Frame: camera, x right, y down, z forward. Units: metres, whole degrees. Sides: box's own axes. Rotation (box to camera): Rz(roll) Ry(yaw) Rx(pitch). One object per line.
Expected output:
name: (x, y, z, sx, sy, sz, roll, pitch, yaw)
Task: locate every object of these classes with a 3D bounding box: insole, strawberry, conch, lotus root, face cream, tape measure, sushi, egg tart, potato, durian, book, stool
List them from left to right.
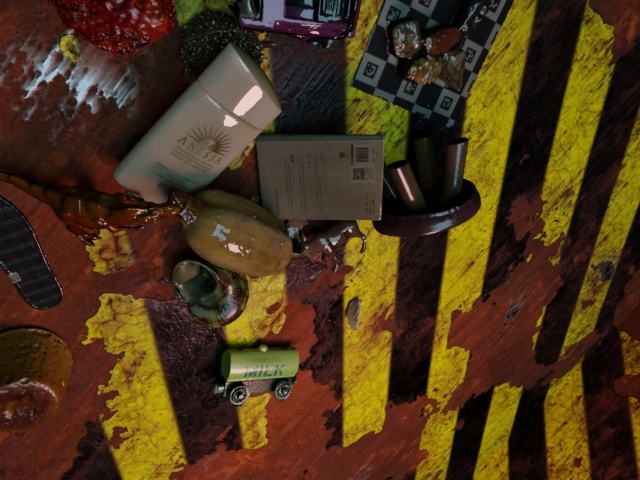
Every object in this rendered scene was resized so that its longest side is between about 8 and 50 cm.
insole: (-0.614, 0.022, 0.987, 0.110, 0.012, 0.309, -23, 126, -16)
egg tart: (-0.642, 0.305, 1.058, 0.203, 0.147, 0.202, -12, 122, -19)
strawberry: (-0.317, -0.384, 0.787, 0.187, 0.201, 0.184, -24, 148, -37)
face cream: (-0.225, -0.202, 0.954, 0.349, 0.081, 0.174, -39, 141, 19)
conch: (-0.258, 0.112, 1.167, 0.187, 0.124, 0.181, 31, 115, -9)
lotus root: (-0.192, -0.016, 1.047, 0.151, 0.169, 0.343, -46, 144, 15)
durian: (-0.168, -0.357, 0.943, 0.189, 0.091, 0.148, -17, 125, -21)
tape measure: (-0.050, -0.426, 0.878, 0.245, 0.231, 0.149, 2, 113, -10)
book: (0.000, -0.139, 1.118, 0.283, 0.025, 0.214, 3, 121, 5)
potato: (0.099, 0.215, 1.474, 0.037, 0.036, 0.093, 7, 100, 9)
stool: (0.240, -0.138, 1.199, 0.272, 0.272, 0.178, -23, 112, -14)
sushi: (0.285, -0.463, 1.137, 0.343, 0.064, 0.359, 11, 112, -32)

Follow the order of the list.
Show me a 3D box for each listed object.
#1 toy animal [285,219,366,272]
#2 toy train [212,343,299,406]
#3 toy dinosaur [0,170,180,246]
toy animal: (0.000, 0.000, 1.259, 0.214, 0.093, 0.186, -36, 138, -4)
toy train: (-0.173, 0.361, 1.379, 0.253, 0.105, 0.157, 5, 103, -32)
toy dinosaur: (-0.468, -0.060, 0.938, 0.433, 0.208, 0.097, 8, 75, 1)
